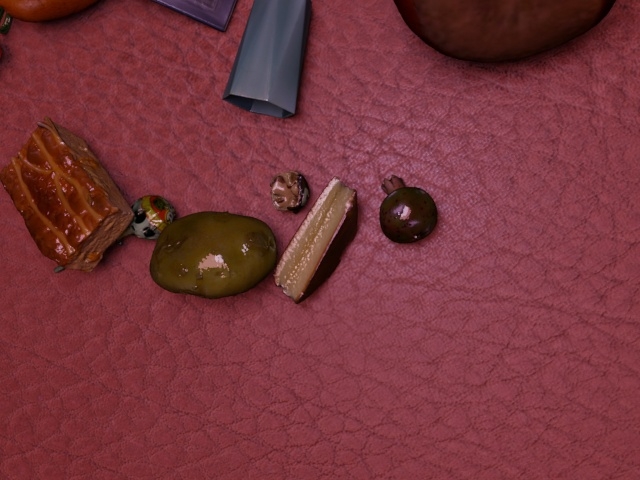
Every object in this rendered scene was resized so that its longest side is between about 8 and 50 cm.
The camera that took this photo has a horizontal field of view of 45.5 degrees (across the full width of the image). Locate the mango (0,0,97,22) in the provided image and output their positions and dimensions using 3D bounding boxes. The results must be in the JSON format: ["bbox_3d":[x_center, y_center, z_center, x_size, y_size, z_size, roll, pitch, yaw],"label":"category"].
[{"bbox_3d":[-0.509,-0.581,1.554,0.350,0.201,0.199,-29,121,-1],"label":"mango"}]

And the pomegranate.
[{"bbox_3d":[0.155,-0.062,1.415,0.114,0.114,0.142,-27,58,9],"label":"pomegranate"}]

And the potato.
[{"bbox_3d":[-0.207,0.026,1.443,0.253,0.186,0.148,-14,114,9],"label":"potato"}]

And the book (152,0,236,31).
[{"bbox_3d":[-0.282,-0.556,1.512,0.269,0.025,0.191,21,92,-16],"label":"book"}]

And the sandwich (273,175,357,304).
[{"bbox_3d":[0.000,0.000,1.454,0.090,0.088,0.244,32,97,20],"label":"sandwich"}]

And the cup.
[{"bbox_3d":[-0.089,-0.367,1.474,0.134,0.148,0.236,13,85,39],"label":"cup"}]

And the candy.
[{"bbox_3d":[-0.426,0.002,1.552,0.305,0.083,0.091,-28,52,16],"label":"candy"}]

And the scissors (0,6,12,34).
[{"bbox_3d":[-0.662,-0.545,1.631,0.027,0.101,0.204,16,75,-1],"label":"scissors"}]

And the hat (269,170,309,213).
[{"bbox_3d":[-0.055,-0.093,1.482,0.076,0.059,0.077,-8,79,27],"label":"hat"}]

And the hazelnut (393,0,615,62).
[{"bbox_3d":[0.313,-0.500,1.292,0.409,0.359,0.359,-9,85,3],"label":"hazelnut"}]

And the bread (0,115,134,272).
[{"bbox_3d":[-0.506,-0.087,1.511,0.185,0.114,0.275,-47,66,15],"label":"bread"}]

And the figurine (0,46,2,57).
[{"bbox_3d":[-0.823,-0.404,1.613,0.257,0.181,0.208,36,54,10],"label":"figurine"}]
